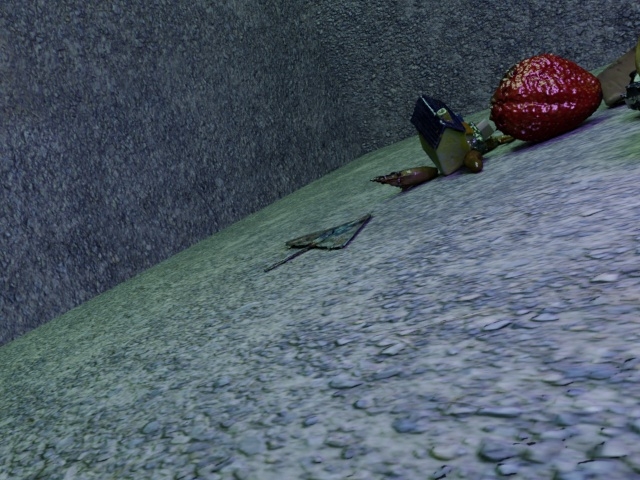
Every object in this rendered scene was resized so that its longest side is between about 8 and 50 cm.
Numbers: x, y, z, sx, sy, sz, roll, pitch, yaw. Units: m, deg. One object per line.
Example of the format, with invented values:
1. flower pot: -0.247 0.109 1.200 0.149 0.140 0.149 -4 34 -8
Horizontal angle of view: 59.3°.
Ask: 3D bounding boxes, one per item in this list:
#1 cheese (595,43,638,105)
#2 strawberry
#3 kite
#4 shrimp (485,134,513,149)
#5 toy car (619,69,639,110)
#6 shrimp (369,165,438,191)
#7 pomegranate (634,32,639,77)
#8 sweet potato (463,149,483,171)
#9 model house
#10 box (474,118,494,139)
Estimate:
1. cheese: 1.007 -0.545 1.573 0.384 0.104 0.384 -26 -7 -3
2. strawberry: 0.646 -0.405 1.609 0.288 0.250 0.238 13 21 28
3. kite: 0.000 0.001 1.532 0.368 0.014 0.406 -28 12 -21
4. shrimp: 0.589 -0.324 1.873 0.095 0.045 0.162 18 32 41
5. toy car: 0.876 -0.391 1.304 0.301 0.118 0.193 -21 4 12
6. shrimp: 0.263 -0.188 1.796 0.262 0.066 0.117 -12 -10 -23
7. pomegranate: 0.709 -0.351 0.938 0.333 0.332 0.332 -23 10 4
8. sweet potato: 0.443 -0.230 1.632 0.053 0.054 0.182 -26 10 21
9. model house: 0.382 -0.353 1.717 0.170 0.211 0.194 -29 47 8
10. box: 0.477 -0.329 1.916 0.141 0.058 0.201 -40 7 -18
